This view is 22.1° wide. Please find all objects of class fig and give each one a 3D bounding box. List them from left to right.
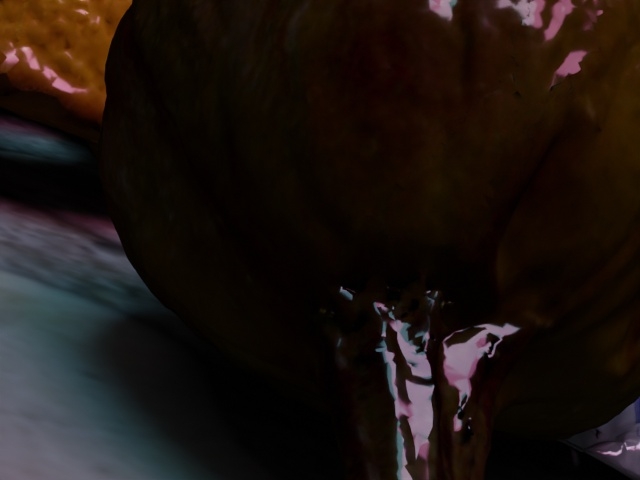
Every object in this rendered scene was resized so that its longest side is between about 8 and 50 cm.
[{"bbox_3d":[0.047,-0.012,0.399,0.191,0.190,0.290,14,12,-15],"label":"fig"}]

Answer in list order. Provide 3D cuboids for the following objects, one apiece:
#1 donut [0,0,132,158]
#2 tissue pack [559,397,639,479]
[{"bbox_3d":[-0.109,-0.090,0.675,0.253,0.118,0.253,22,-1,1],"label":"donut"},{"bbox_3d":[0.165,0.073,0.526,0.193,0.026,0.122,19,14,4],"label":"tissue pack"}]
